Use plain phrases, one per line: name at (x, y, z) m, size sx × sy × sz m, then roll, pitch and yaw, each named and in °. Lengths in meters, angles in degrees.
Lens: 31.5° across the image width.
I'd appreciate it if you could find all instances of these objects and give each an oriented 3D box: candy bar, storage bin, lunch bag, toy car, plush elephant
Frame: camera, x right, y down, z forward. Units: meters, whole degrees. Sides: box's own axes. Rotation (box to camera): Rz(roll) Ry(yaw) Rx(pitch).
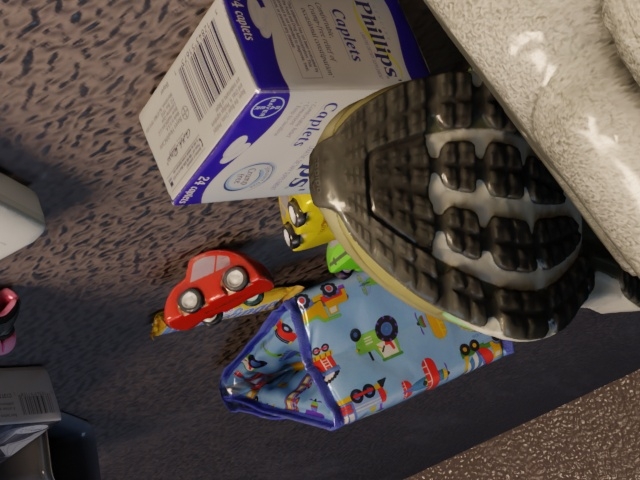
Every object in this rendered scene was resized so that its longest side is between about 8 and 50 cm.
candy bar at (-0.093, 0.068, 1.102) m, size 0.161 × 0.018 × 0.040 m, roll -12°, pitch 157°, yaw -29°
storage bin at (-0.307, 0.246, 1.229) m, size 0.091 × 0.098 × 0.135 m, roll -15°, pitch 161°, yaw 8°
lunch bag at (0.025, 0.114, 1.223) m, size 0.221 × 0.138 × 0.293 m, roll -19°, pitch 176°, yaw -26°
toy car at (0.000, 0.000, 0.980) m, size 0.225 × 0.053 × 0.239 m, roll -2°, pitch 152°, yaw -46°
plush elephant at (0.185, -0.142, 0.517) m, size 0.255 × 0.330 × 0.272 m, roll -37°, pitch -177°, yaw 10°

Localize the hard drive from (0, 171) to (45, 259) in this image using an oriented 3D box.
hard drive at (-0.317, -0.014, 0.622) m, size 0.203 × 0.040 × 0.307 m, roll -26°, pitch 159°, yaw 9°

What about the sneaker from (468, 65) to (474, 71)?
sneaker at (0.145, -0.110, 0.802) m, size 0.126 × 0.091 × 0.240 m, roll -30°, pitch 160°, yaw 20°

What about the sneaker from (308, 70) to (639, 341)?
sneaker at (0.094, -0.007, 0.768) m, size 0.182 × 0.158 × 0.410 m, roll -6°, pitch 171°, yaw 34°

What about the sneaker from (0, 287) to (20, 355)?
sneaker at (-0.279, 0.057, 0.854) m, size 0.119 × 0.047 × 0.057 m, roll -1°, pitch 129°, yaw -47°

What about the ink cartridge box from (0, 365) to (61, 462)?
ink cartridge box at (-0.412, 0.220, 1.083) m, size 0.332 × 0.065 × 0.165 m, roll -35°, pitch 157°, yaw 32°

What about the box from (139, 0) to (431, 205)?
box at (-0.022, -0.087, 0.707) m, size 0.137 × 0.072 × 0.126 m, roll -8°, pitch 156°, yaw -37°
